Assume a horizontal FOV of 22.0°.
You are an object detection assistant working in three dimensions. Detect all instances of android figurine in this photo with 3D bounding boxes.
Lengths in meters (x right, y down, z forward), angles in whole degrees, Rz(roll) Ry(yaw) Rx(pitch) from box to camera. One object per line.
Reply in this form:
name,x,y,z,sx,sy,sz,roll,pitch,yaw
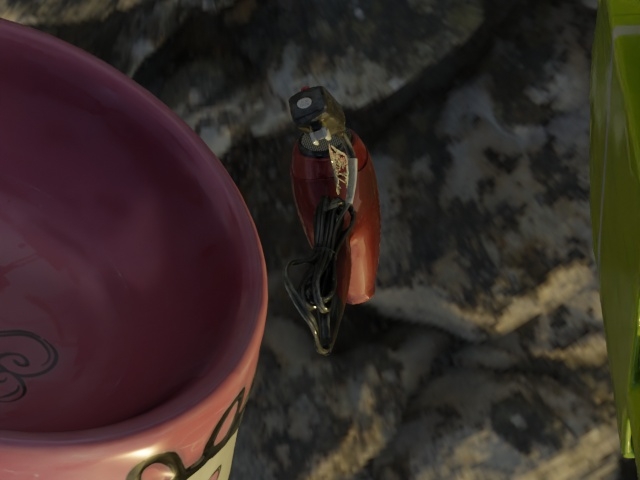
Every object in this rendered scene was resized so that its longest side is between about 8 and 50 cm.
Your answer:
android figurine,0.165,-0.013,0.791,0.056,0.272,0.248,-1,132,5

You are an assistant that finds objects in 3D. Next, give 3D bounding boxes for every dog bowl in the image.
dog bowl,-0.212,0.026,0.969,0.408,0.408,0.150,23,131,-11

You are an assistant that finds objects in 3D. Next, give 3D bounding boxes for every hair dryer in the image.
hair dryer,0.000,0.000,1.474,0.080,0.293,0.223,2,79,15
